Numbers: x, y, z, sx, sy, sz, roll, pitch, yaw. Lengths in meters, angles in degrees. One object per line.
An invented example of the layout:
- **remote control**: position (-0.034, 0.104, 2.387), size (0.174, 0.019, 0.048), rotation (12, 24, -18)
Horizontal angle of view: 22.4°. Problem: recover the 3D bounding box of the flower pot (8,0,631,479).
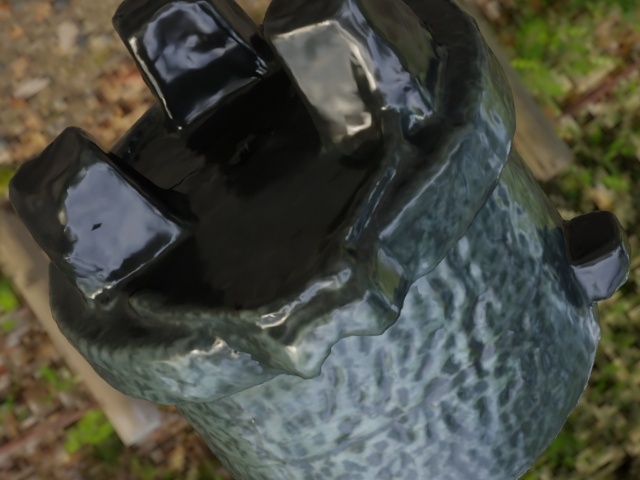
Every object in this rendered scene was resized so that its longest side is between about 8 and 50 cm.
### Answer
- **flower pot**: position (0.000, 0.000, 0.876), size (0.299, 0.283, 0.299), rotation (-26, -149, 18)
